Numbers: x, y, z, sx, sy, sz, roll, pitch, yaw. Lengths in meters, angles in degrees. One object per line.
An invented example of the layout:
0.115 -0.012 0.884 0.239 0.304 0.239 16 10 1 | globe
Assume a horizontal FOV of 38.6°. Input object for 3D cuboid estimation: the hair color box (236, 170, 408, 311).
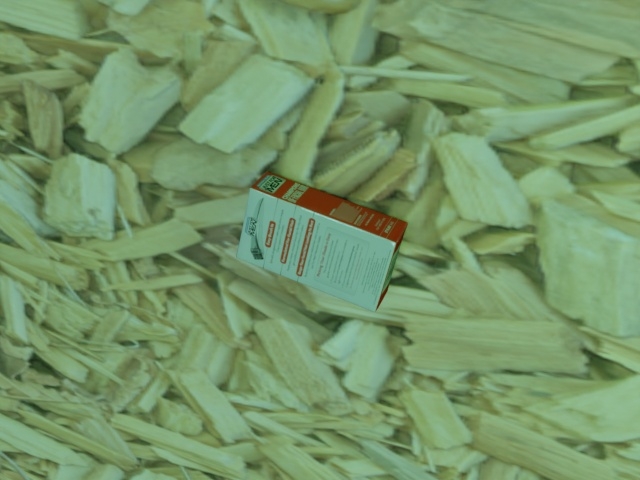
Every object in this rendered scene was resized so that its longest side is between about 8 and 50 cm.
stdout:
0.000 0.000 0.985 0.167 0.053 0.093 21 122 10 | hair color box
